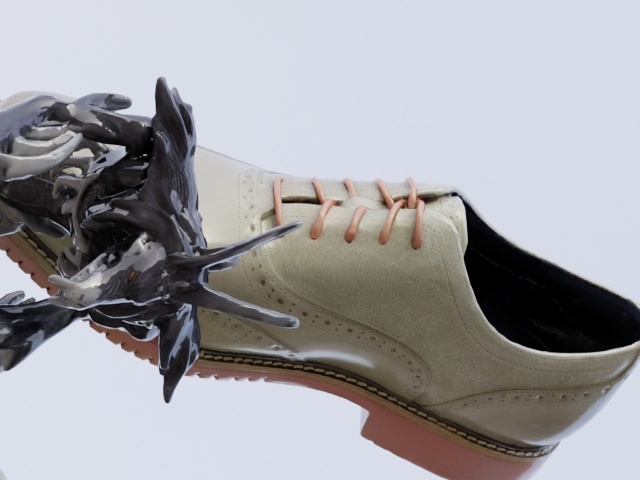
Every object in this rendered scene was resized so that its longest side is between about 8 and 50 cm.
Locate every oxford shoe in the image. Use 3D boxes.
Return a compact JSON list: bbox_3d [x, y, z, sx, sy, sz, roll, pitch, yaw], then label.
[{"bbox_3d":[0.000,0.000,1.026,0.397,0.140,0.146,23,-48,-27],"label":"oxford shoe"}]

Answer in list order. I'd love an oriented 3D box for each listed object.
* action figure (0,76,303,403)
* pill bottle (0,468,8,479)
[{"bbox_3d":[-0.147,-0.004,0.866,0.275,0.141,0.164,18,-53,32],"label":"action figure"},{"bbox_3d":[-0.226,0.201,0.997,0.188,0.188,0.334,-35,-94,40],"label":"pill bottle"}]
